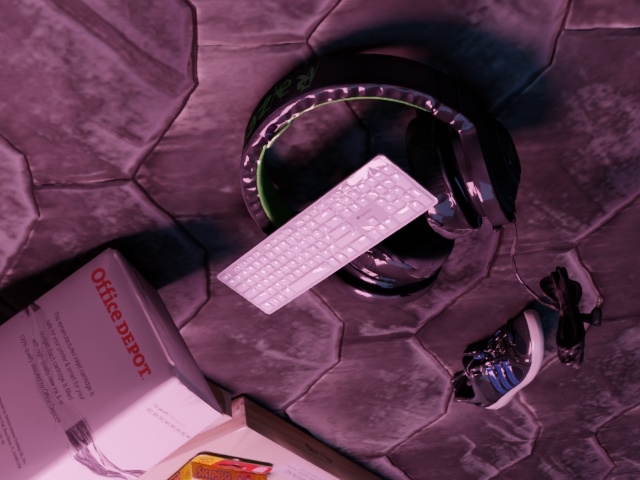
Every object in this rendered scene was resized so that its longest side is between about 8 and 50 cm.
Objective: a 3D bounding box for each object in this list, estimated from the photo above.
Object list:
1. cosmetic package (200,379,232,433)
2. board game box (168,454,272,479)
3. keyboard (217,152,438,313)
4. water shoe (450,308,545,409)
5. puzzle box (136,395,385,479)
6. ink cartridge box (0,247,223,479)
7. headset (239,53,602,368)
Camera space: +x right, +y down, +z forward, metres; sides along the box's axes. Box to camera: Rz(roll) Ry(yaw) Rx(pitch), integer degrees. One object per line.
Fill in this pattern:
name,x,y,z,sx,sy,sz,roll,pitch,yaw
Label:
cosmetic package,-0.171,0.204,1.388,0.060,0.041,0.115,-29,139,24
board game box,-0.184,0.379,1.538,0.124,0.039,0.259,17,133,-32
keyboard,0.000,0.000,1.030,0.072,0.014,0.256,41,132,-16
water shoe,0.227,0.162,1.402,0.080,0.073,0.203,2,141,-13
puzzle box,-0.106,0.370,1.613,0.272,0.052,0.409,-26,140,20
ink cartridge box,-0.267,0.170,1.127,0.272,0.198,0.115,-35,143,1
headset,0.105,-0.015,1.050,0.394,0.185,0.243,27,131,-24
